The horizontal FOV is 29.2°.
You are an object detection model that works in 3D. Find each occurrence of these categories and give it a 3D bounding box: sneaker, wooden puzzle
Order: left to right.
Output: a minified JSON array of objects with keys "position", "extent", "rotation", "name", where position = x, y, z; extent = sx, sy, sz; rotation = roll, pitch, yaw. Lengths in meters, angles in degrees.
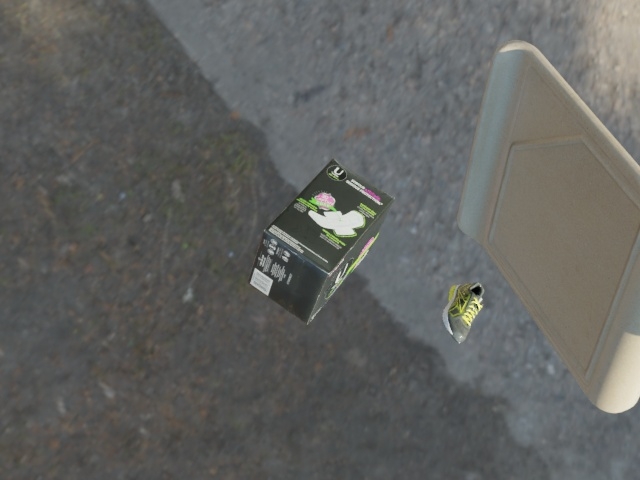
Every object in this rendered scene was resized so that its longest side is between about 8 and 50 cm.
[{"position":[0.149,0.070,1.268],"extent":[0.035,0.083,0.031],"rotation":[-25,121,29],"name":"sneaker"},{"position":[0.202,-0.012,0.982],"extent":[0.238,0.044,0.221],"rotation":[55,152,37],"name":"wooden puzzle"}]

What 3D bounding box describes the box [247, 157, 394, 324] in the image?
[{"position":[0.000,0.000,0.801],"extent":[0.052,0.083,0.062],"rotation":[35,142,10],"name":"box"}]
